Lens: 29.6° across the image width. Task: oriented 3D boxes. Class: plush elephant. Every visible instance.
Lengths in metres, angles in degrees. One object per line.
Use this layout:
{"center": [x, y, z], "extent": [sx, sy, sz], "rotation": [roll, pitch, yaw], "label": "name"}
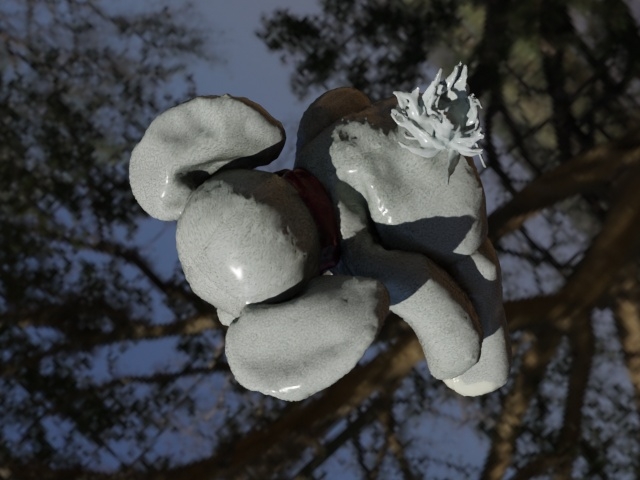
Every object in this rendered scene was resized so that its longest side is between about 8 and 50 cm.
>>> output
{"center": [0.000, 0.000, 0.972], "extent": [0.330, 0.255, 0.272], "rotation": [81, 168, -66], "label": "plush elephant"}
